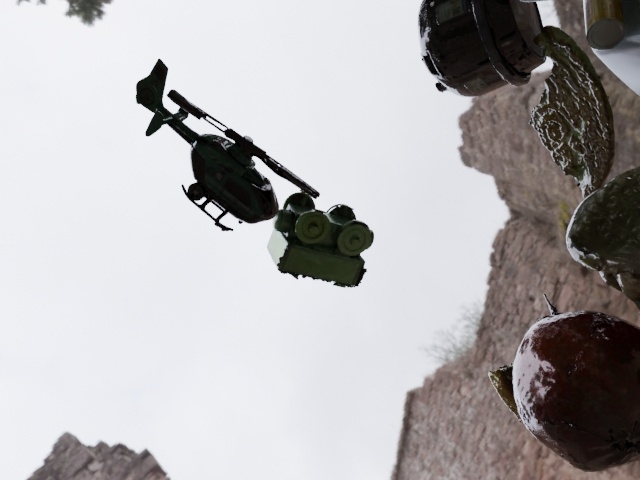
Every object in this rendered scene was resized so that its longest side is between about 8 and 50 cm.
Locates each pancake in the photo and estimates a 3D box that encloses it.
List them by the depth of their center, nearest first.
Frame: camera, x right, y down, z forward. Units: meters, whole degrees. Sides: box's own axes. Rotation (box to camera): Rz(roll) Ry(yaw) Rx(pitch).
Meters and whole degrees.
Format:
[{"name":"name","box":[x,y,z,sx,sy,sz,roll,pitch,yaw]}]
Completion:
[{"name":"pancake","box":[0.497,-0.240,1.278,0.054,0.197,0.376,-25,-69,-24]},{"name":"pancake","box":[0.503,0.307,1.301,0.245,0.266,0.057,-25,-43,-13]}]

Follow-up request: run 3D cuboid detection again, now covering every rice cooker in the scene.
[{"name":"rice cooker","box":[0.336,-0.436,1.367,0.267,0.225,0.267,27,-124,-47]}]

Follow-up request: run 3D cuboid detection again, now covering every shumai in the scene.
[{"name":"shumai","box":[0.384,0.003,0.706,0.201,0.201,0.120,-46,-60,-18]}]

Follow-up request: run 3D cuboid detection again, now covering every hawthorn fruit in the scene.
[{"name":"hawthorn fruit","box":[0.322,0.156,0.786,0.181,0.235,0.181,-2,-50,-3]}]

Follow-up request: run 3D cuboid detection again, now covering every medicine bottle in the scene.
[{"name":"medicine bottle","box":[0.505,-0.428,1.161,0.074,0.074,0.218,63,-148,-42]}]

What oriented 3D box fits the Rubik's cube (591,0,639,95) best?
[{"name":"Rubik's cube","box":[0.755,-0.410,1.139,0.352,0.347,0.351,27,-89,-20]}]

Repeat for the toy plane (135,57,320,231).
[{"name":"toy plane","box":[-0.190,-0.151,1.163,0.155,0.382,0.106,-50,-3,28]}]

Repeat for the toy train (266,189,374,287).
[{"name":"toy train","box":[0.000,0.000,1.602,0.272,0.159,0.188,13,-70,-25]}]
